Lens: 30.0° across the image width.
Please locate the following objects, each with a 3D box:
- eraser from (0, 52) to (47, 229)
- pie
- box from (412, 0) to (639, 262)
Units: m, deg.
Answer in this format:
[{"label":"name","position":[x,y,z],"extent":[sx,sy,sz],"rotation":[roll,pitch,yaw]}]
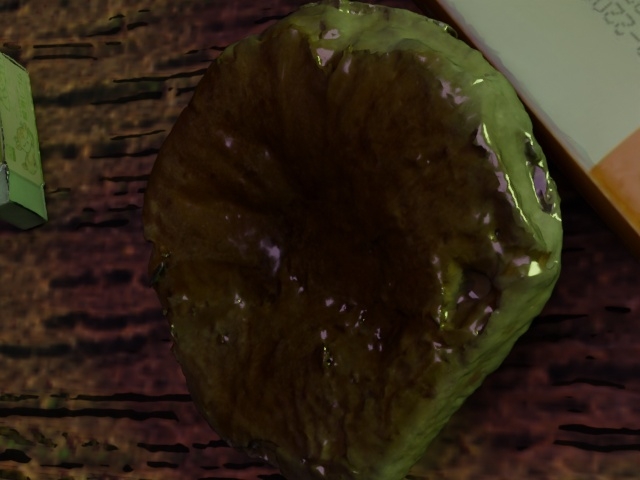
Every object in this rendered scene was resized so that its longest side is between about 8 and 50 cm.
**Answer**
[{"label":"eraser","position":[-0.152,-0.049,0.579],"extent":[0.019,0.038,0.083],"rotation":[-16,70,12]},{"label":"pie","position":[0.000,0.000,0.470],"extent":[0.195,0.046,0.195],"rotation":[2,93,39]},{"label":"box","position":[0.168,-0.104,0.452],"extent":[0.220,0.091,0.274],"rotation":[-41,66,6]}]
